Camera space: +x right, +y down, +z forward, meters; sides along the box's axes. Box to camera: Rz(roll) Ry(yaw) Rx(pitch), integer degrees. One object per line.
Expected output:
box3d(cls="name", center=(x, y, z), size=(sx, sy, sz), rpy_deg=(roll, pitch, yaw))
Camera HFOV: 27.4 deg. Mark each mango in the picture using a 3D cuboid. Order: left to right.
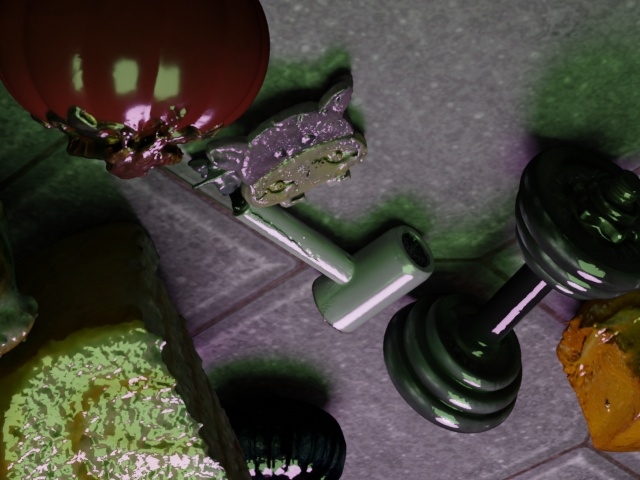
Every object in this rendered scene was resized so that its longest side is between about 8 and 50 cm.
box3d(cls="mango", center=(0.385, 0.162, 1.571), size=(0.199, 0.201, 0.350), rpy_deg=(11, 155, 20))

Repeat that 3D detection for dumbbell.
box3d(cls="dumbbell", center=(0.214, 0.060, 1.416), size=(0.179, 0.179, 0.406), rpy_deg=(14, 137, -25))

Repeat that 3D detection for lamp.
box3d(cls="lamp", center=(-0.154, -0.154, 1.060), size=(0.227, 0.227, 0.227), rpy_deg=(-5, 141, -4))

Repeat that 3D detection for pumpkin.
box3d(cls="pumpkin", center=(-0.061, 0.269, 1.667), size=(0.194, 0.150, 0.194), rpy_deg=(-23, 148, -15))

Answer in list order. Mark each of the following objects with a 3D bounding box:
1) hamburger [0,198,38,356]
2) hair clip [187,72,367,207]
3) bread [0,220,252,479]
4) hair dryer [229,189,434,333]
box3d(cls="hamburger", center=(-0.375, 0.027, 1.218), size=(0.192, 0.168, 0.288), rpy_deg=(9, 176, -36))
box3d(cls="hair clip", center=(-0.039, -0.083, 1.298), size=(0.187, 0.056, 0.146), rpy_deg=(-17, 147, 7))
box3d(cls="bread", center=(-0.235, 0.210, 1.382), size=(0.264, 0.239, 0.395), rpy_deg=(-22, 122, -4))
box3d(cls="hair dryer", center=(0.000, 0.000, 1.412), size=(0.236, 0.073, 0.131), rpy_deg=(35, 124, -29))
